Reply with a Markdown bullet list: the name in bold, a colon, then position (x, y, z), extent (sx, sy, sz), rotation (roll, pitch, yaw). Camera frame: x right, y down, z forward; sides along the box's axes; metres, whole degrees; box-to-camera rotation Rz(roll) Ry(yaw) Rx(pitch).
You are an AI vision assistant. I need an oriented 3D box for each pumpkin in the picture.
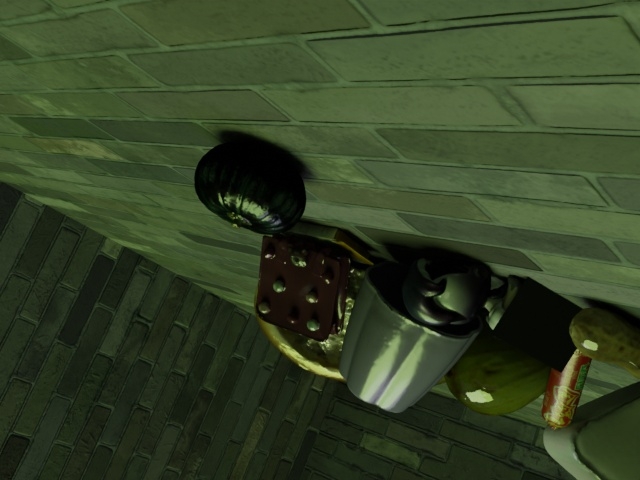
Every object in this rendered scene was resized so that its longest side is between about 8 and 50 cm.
- **pumpkin**: position (-0.121, -0.085, 1.401), extent (0.202, 0.140, 0.202), rotation (19, 168, 4)

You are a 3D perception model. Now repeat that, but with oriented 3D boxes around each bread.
- **bread**: position (0.063, 0.150, 1.920), extent (0.424, 0.245, 0.329), rotation (16, 125, 9)

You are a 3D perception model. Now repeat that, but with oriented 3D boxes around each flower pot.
- **flower pot**: position (0.162, 0.211, 1.683), extent (0.265, 0.243, 0.265), rotation (24, -159, -10)

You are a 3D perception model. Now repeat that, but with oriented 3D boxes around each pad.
- **pad**: position (0.421, 0.161, 1.517), extent (0.190, 0.127, 0.004), rotation (29, -172, -23)

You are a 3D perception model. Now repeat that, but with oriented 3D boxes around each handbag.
- **handbag**: position (-0.041, 0.099, 1.754), extent (0.203, 0.216, 0.074), rotation (18, -155, 27)

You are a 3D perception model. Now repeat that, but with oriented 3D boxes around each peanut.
- **peanut**: position (0.553, 0.191, 1.476), extent (0.229, 0.098, 0.103), rotation (27, -152, -13)

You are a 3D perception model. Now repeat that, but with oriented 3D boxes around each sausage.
- **sausage**: position (0.505, 0.291, 1.657), extent (0.083, 0.083, 0.264), rotation (18, 125, 22)

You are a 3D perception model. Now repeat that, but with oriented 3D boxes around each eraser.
- **eraser**: position (0.647, 0.447, 1.747), extent (0.331, 0.331, 0.150), rotation (25, 167, -9)

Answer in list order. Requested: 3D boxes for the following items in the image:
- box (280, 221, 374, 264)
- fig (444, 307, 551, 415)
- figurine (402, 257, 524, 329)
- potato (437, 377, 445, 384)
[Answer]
- **box**: position (0.000, 0.000, 1.791), extent (0.247, 0.033, 0.129), rotation (11, 162, 43)
- **fig**: position (0.399, 0.257, 1.769), extent (0.271, 0.239, 0.239), rotation (-14, 156, 14)
- **figurine**: position (0.265, 0.112, 1.541), extent (0.222, 0.145, 0.145), rotation (17, 167, 4)
- **potato**: position (0.223, 0.283, 2.156), extent (0.359, 0.219, 0.270), rotation (8, 168, 33)
